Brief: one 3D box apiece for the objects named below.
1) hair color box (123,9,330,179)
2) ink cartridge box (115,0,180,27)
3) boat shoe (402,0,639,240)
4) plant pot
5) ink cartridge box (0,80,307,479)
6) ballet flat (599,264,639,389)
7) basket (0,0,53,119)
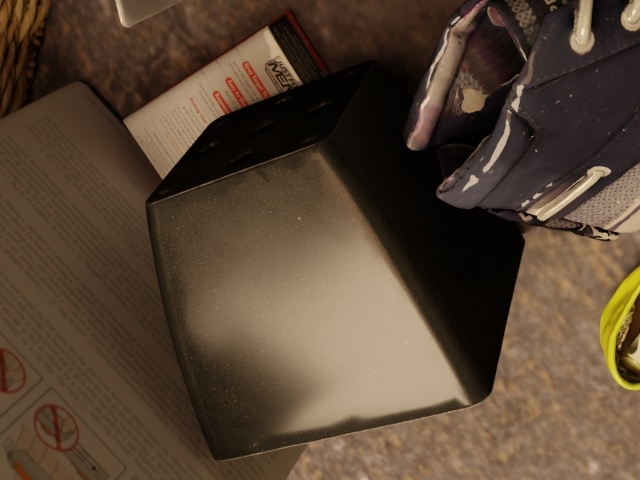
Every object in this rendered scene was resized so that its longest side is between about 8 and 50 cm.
[{"bbox_3d":[-0.062,-0.092,0.785,0.141,0.043,0.072,-26,103,32],"label":"hair color box"},{"bbox_3d":[-0.146,-0.231,0.716,0.060,0.104,0.180,-1,113,24],"label":"ink cartridge box"},{"bbox_3d":[0.177,-0.133,0.574,0.341,0.158,0.127,-61,42,33],"label":"boat shoe"},{"bbox_3d":[0.000,0.000,0.702,0.188,0.187,0.167,-18,113,26],"label":"plant pot"},{"bbox_3d":[-0.166,0.084,0.713,0.308,0.385,0.091,48,122,-4],"label":"ink cartridge box"},{"bbox_3d":[0.246,0.008,0.680,0.077,0.077,0.231,35,123,5],"label":"ballet flat"},{"bbox_3d":[-0.333,-0.150,0.769,0.213,0.223,0.299,31,124,6],"label":"basket"}]
